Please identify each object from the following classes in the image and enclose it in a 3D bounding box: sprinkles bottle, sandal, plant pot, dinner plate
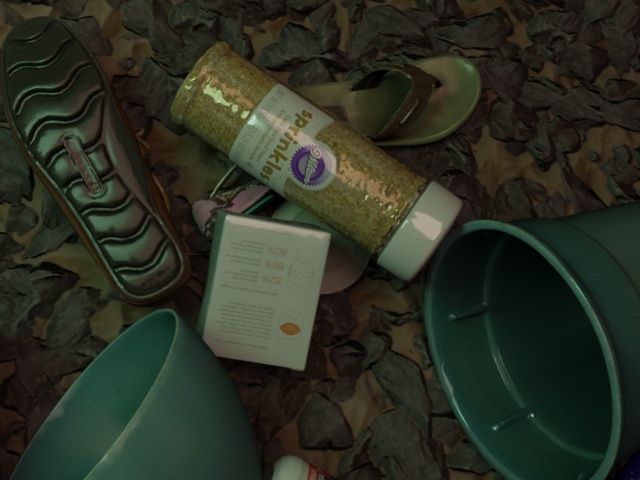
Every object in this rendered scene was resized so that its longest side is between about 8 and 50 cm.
[{"bbox_3d":[-0.006,-0.095,1.299,0.355,0.121,0.121,34,68,4],"label":"sprinkles bottle"},{"bbox_3d":[0.087,-0.183,1.451,0.303,0.086,0.120,-15,78,-19],"label":"sandal"},{"bbox_3d":[-0.179,0.246,1.167,0.195,0.290,0.290,41,67,-19],"label":"plant pot"},{"bbox_3d":[0.362,0.097,1.329,0.334,0.341,0.341,-18,79,-27],"label":"plant pot"},{"bbox_3d":[0.000,0.000,1.412,0.141,0.017,0.141,5,73,-15],"label":"dinner plate"}]

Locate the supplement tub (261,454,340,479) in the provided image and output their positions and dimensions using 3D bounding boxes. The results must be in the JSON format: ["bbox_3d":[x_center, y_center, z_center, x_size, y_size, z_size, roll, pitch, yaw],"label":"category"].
[{"bbox_3d":[0.028,0.382,1.209,0.272,0.191,0.191,30,68,-5],"label":"supplement tub"}]

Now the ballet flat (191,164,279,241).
[{"bbox_3d":[-0.069,-0.080,1.389,0.222,0.077,0.079,-33,80,-17],"label":"ballet flat"}]

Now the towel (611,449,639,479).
[{"bbox_3d":[0.369,0.420,1.302,0.308,0.076,0.227,-46,122,-21],"label":"towel"}]

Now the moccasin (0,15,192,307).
[{"bbox_3d":[-0.268,-0.096,1.313,0.139,0.147,0.380,-34,88,-7],"label":"moccasin"}]

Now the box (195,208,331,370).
[{"bbox_3d":[-0.072,0.058,1.304,0.130,0.091,0.170,11,95,-12],"label":"box"}]
